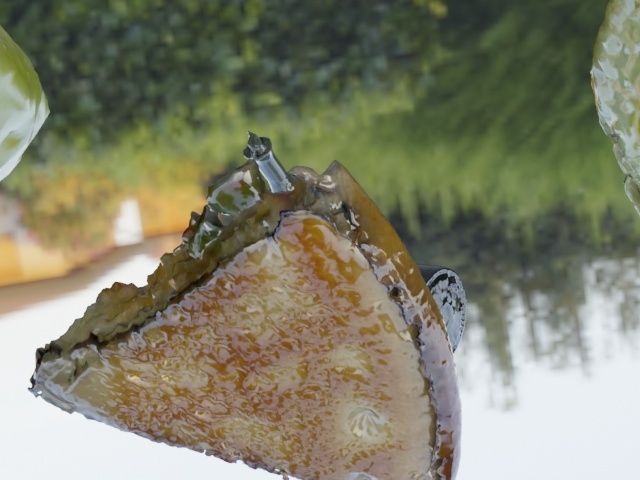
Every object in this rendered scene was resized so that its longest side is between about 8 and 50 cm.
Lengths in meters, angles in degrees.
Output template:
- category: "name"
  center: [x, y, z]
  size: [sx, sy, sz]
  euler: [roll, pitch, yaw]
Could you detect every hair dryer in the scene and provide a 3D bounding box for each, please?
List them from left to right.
- category: "hair dryer"
  center: [0.000, 0.000, 0.879]
  size: [0.100, 0.057, 0.197]
  euler: [6, 149, 31]

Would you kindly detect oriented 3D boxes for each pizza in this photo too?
- category: "pizza"
  center: [-0.037, 0.047, 0.710]
  size: [0.195, 0.185, 0.052]
  euler: [-6, -149, 21]

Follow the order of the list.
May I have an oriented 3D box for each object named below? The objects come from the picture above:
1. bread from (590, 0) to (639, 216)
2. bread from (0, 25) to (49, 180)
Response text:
- category: "bread"
  center: [0.121, -0.026, 0.325]
  size: [0.064, 0.117, 0.156]
  euler: [-33, -166, -23]
- category: "bread"
  center: [-0.314, -0.036, 0.674]
  size: [0.348, 0.307, 0.348]
  euler: [24, 178, 1]
